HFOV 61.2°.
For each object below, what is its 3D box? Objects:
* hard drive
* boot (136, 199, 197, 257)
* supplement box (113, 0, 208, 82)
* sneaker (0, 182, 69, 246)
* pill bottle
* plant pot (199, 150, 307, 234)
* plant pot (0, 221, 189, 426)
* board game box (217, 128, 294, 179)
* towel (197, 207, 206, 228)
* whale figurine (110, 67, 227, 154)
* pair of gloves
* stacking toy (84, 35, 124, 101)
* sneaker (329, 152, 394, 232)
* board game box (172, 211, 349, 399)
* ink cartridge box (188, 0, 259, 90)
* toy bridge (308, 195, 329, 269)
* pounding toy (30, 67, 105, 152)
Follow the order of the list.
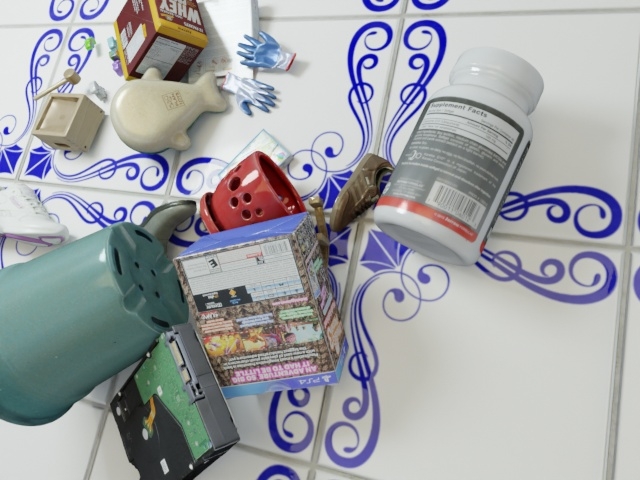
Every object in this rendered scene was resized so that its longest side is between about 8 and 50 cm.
[{"bbox_3d":[-0.290,0.341,1.033,0.339,0.064,0.237,-49,61,38],"label":"hard drive"},{"bbox_3d":[-0.364,0.020,1.245,0.246,0.083,0.161,-27,75,17],"label":"boot"},{"bbox_3d":[-0.399,-0.515,1.340,0.194,0.129,0.191,-36,63,38],"label":"supplement box"},{"bbox_3d":[-0.759,-0.071,1.377,0.305,0.114,0.152,12,79,22],"label":"sneaker"},{"bbox_3d":[0.263,-0.154,1.007,0.210,0.210,0.363,24,82,23],"label":"pill bottle"},{"bbox_3d":[-0.143,-0.064,1.128,0.174,0.191,0.191,-33,67,10],"label":"plant pot"},{"bbox_3d":[-0.473,0.145,1.086,0.334,0.341,0.341,-26,68,11],"label":"plant pot"},{"bbox_3d":[-0.150,-0.170,1.250,0.154,0.026,0.103,-45,66,1],"label":"board game box"},{"bbox_3d":[-0.243,-0.068,1.260,0.083,0.009,0.060,-27,68,9],"label":"towel"},{"bbox_3d":[-0.369,-0.314,1.325,0.272,0.141,0.216,-25,89,-13],"label":"whale figurine"},{"bbox_3d":[-0.155,-0.402,1.305,0.159,0.023,0.198,27,94,19],"label":"pair of gloves"},{"bbox_3d":[-0.552,-0.500,1.476,0.167,0.052,0.221,-21,67,10],"label":"stacking toy"},{"bbox_3d":[0.086,-0.094,1.126,0.071,0.066,0.188,26,84,22],"label":"sneaker"},{"bbox_3d":[-0.100,0.122,1.009,0.232,0.141,0.291,-11,105,15],"label":"board game box"},{"bbox_3d":[-0.249,-0.495,1.381,0.189,0.066,0.232,-2,94,18],"label":"ink cartridge box"},{"bbox_3d":[0.000,0.000,1.128,0.026,0.063,0.188,-8,73,16],"label":"toy bridge"},{"bbox_3d":[-0.673,-0.348,1.447,0.181,0.094,0.206,9,72,23],"label":"pounding toy"}]
